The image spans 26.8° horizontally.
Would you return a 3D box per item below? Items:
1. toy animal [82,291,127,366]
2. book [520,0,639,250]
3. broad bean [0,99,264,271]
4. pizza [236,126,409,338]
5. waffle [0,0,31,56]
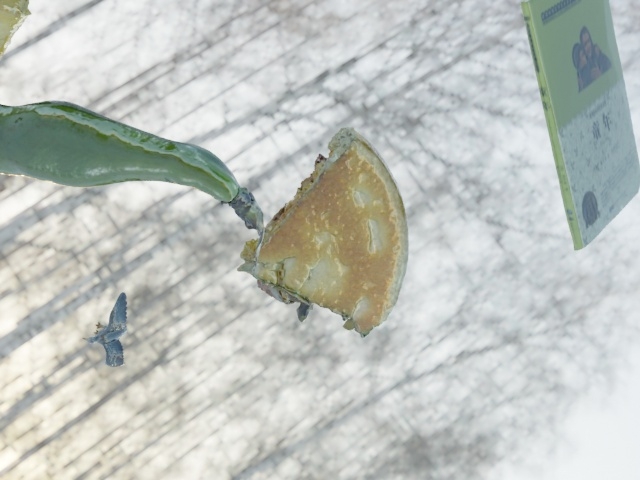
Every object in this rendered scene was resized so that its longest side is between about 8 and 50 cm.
[{"bbox_3d":[-0.214,0.093,1.340,0.028,0.050,0.084,-134,-137,-58],"label":"toy animal"},{"bbox_3d":[0.360,-0.186,1.823,0.035,0.239,0.352,-2,-67,35],"label":"book"},{"bbox_3d":[-0.194,-0.064,1.126,0.318,0.056,0.098,22,-61,5],"label":"broad bean"},{"bbox_3d":[0.000,0.000,1.720,0.081,0.229,0.289,-122,-163,-59],"label":"pizza"},{"bbox_3d":[-0.379,-0.322,1.492,0.221,0.055,0.247,150,-65,-61],"label":"waffle"}]
